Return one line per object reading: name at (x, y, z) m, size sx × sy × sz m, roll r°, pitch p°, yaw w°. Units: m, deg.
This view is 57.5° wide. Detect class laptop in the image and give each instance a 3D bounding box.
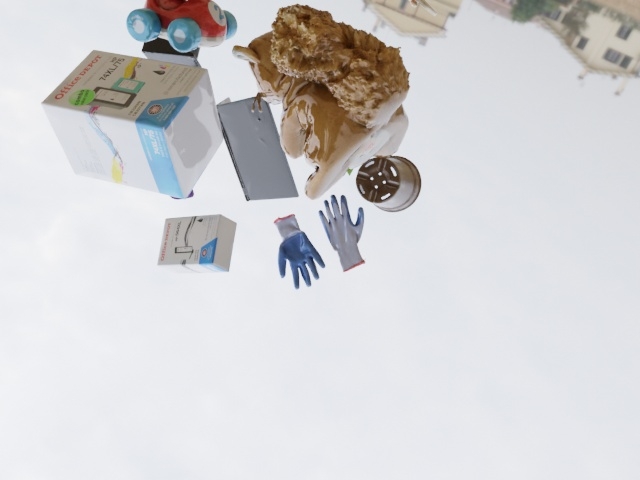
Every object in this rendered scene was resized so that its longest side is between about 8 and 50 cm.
laptop at (-0.230, -0.368, 2.235) m, size 0.236 × 0.381 × 0.408 m, roll -14°, pitch -161°, yaw 9°

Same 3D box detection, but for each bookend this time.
bookend at (-0.403, -0.578, 1.648) m, size 0.156 × 0.157 × 0.072 m, roll 8°, pitch 169°, yaw 10°

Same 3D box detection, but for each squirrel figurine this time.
squirrel figurine at (-0.005, -0.349, 1.241) m, size 0.281 × 0.397 × 0.370 m, roll -34°, pitch -105°, yaw -22°

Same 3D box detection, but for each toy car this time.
toy car at (-0.313, -0.584, 1.349) m, size 0.210 × 0.238 × 0.219 m, roll 17°, pitch -149°, yaw 13°

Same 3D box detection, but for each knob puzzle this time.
knob puzzle at (0.225, -0.625, 1.481) m, size 0.213 × 0.030 × 0.213 m, roll 35°, pitch -154°, yaw -20°

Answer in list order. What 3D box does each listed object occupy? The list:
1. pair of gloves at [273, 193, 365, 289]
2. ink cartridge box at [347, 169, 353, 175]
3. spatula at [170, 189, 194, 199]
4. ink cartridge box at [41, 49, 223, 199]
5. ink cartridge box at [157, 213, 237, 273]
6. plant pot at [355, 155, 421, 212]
pair of gloves at (0.000, 0.000, 1.130) m, size 0.023 × 0.198 × 0.159 m, roll 34°, pitch -144°, yaw -68°
ink cartridge box at (0.156, -0.358, 1.930) m, size 0.097 × 0.255 × 0.189 m, roll 16°, pitch 157°, yaw 34°
spatula at (-0.509, -0.258, 1.989) m, size 0.084 × 0.030 × 0.296 m, roll -13°, pitch -124°, yaw -22°
ink cartridge box at (-0.378, -0.243, 1.212) m, size 0.270 × 0.197 × 0.198 m, roll 13°, pitch -127°, yaw 13°
ink cartridge box at (-0.349, 0.012, 1.642) m, size 0.203 × 0.148 × 0.086 m, roll -3°, pitch 161°, yaw 28°
plant pot at (0.181, -0.162, 1.626) m, size 0.167 × 0.167 × 0.165 m, roll 33°, pitch -166°, yaw 19°
